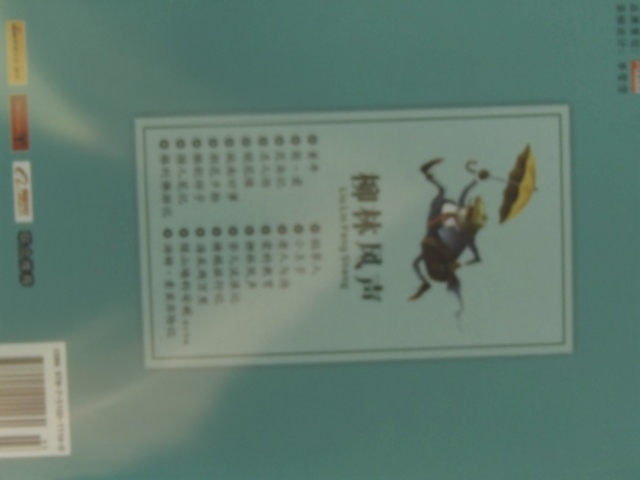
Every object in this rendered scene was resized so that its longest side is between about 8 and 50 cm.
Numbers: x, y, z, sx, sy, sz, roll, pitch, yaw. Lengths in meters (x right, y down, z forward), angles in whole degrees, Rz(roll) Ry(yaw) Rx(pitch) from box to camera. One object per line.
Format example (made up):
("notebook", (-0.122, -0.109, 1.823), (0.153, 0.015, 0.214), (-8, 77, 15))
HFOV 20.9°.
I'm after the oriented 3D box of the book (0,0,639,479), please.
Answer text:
("book", (0.000, 0.000, 0.814), (0.031, 0.379, 0.264), (-105, 15, -83))
